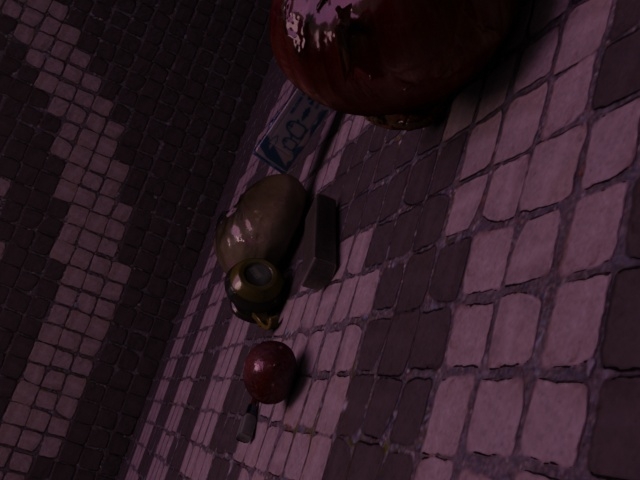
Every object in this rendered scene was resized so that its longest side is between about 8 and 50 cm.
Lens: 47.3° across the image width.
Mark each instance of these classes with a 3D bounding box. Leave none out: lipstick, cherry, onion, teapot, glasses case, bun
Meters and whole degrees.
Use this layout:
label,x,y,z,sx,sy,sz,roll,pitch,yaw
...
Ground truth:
label,x,y,z,sx,sy,sz,roll,pitch,yaw
lipstick,-0.133,0.330,1.382,0.025,0.025,0.107,-54,14,39
cherry,-0.088,0.236,1.270,0.225,0.090,0.107,102,169,-69
onion,0.093,-0.313,0.955,0.354,0.353,0.354,-59,17,31
teapot,-0.131,0.119,1.530,0.166,0.130,0.119,61,152,31
glasses case,0.000,0.000,1.342,0.205,0.047,0.071,-89,22,-54
bun,-0.143,-0.031,1.671,0.273,0.168,0.273,-54,13,19

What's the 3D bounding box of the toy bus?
label,x,y,z,sx,sy,sz,roll,pitch,yaw
toy bus,-0.037,-0.298,1.682,0.297,0.106,0.131,-55,8,3
